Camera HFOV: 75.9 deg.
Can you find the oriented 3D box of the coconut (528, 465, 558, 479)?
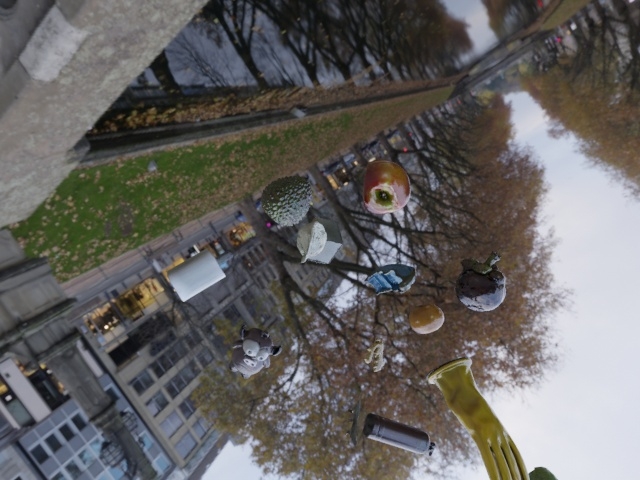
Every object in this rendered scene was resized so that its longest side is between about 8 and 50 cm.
[{"bbox_3d":[0.718,0.811,1.333,0.158,0.133,0.055,-39,145,-23],"label":"coconut"}]

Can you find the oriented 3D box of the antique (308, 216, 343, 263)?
[{"bbox_3d":[0.000,0.000,1.857,0.147,0.147,0.152,-54,-147,36],"label":"antique"}]

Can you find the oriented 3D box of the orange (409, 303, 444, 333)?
[{"bbox_3d":[0.471,0.346,1.836,0.156,0.124,0.156,-24,174,-3],"label":"orange"}]

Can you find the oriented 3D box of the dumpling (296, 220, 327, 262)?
[{"bbox_3d":[-0.041,0.013,1.558,0.111,0.181,0.155,5,-118,22],"label":"dumpling"}]

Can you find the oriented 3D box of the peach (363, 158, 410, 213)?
[{"bbox_3d":[0.305,-0.254,1.938,0.275,0.245,0.249,-82,-166,-54],"label":"peach"}]

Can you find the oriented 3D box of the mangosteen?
[{"bbox_3d":[0.532,0.145,1.373,0.172,0.184,0.172,-1,158,-1],"label":"mangosteen"}]

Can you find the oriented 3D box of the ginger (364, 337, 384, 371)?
[{"bbox_3d":[0.271,0.544,1.949,0.052,0.177,0.193,23,-169,33],"label":"ginger"}]

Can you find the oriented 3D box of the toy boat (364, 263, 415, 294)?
[{"bbox_3d":[0.184,0.108,1.072,0.077,0.075,0.185,-47,-168,-27],"label":"toy boat"}]

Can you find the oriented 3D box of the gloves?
[{"bbox_3d":[0.353,0.419,0.908,0.132,0.295,0.116,4,138,-34],"label":"gloves"}]

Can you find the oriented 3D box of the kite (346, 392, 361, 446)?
[{"bbox_3d":[0.098,0.533,1.216,0.245,0.015,0.141,102,1,-64],"label":"kite"}]

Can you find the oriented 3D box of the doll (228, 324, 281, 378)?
[{"bbox_3d":[-0.268,0.435,1.600,0.257,0.181,0.117,-52,-170,36],"label":"doll"}]

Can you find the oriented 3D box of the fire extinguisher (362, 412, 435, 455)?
[{"bbox_3d":[0.258,0.622,1.294,0.089,0.267,0.072,-59,-163,25],"label":"fire extinguisher"}]

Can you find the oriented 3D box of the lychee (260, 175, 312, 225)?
[{"bbox_3d":[-0.101,-0.130,1.291,0.171,0.171,0.171,-32,-174,4],"label":"lychee"}]

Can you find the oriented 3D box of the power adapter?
[{"bbox_3d":[-0.465,0.117,1.630,0.255,0.124,0.187,-31,-165,-16],"label":"power adapter"}]
